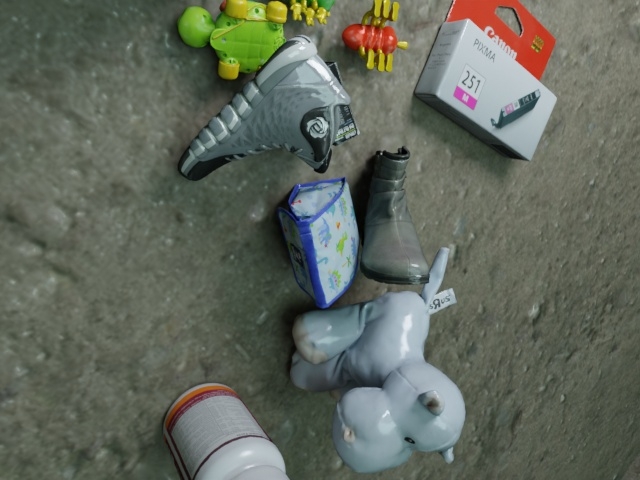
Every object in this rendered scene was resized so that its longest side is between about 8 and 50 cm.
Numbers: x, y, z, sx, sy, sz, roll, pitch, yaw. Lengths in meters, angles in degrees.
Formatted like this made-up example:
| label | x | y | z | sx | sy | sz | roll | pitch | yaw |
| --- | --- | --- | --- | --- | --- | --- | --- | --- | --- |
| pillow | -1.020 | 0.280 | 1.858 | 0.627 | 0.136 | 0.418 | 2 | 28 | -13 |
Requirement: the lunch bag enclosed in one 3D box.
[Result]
| label | x | y | z | sx | sy | sz | roll | pitch | yaw |
| --- | --- | --- | --- | --- | --- | --- | --- | --- | --- |
| lunch bag | 0.000 | 0.000 | 0.670 | 0.096 | 0.151 | 0.129 | -9 | 115 | 11 |

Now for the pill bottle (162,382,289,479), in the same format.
| label | x | y | z | sx | sy | sz | roll | pitch | yaw |
| --- | --- | --- | --- | --- | --- | --- | --- | --- | --- |
| pill bottle | -0.120 | 0.290 | 0.640 | 0.121 | 0.221 | 0.121 | -10 | 110 | -29 |

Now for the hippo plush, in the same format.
| label | x | y | z | sx | sy | sz | roll | pitch | yaw |
| --- | --- | --- | --- | --- | --- | --- | --- | --- | --- |
| hippo plush | 0.111 | 0.213 | 0.710 | 0.294 | 0.237 | 0.234 | -22 | 133 | 0 |

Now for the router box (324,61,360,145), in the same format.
| label | x | y | z | sx | sy | sz | roll | pitch | yaw |
| --- | --- | --- | --- | --- | --- | --- | --- | --- | --- |
| router box | -0.004 | -0.178 | 0.632 | 0.038 | 0.122 | 0.092 | -29 | 117 | -12 |

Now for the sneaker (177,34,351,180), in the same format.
| label | x | y | z | sx | sy | sz | roll | pitch | yaw |
| --- | --- | --- | --- | --- | --- | --- | --- | --- | --- |
| sneaker | -0.058 | -0.110 | 0.569 | 0.228 | 0.086 | 0.132 | -37 | 107 | 30 |

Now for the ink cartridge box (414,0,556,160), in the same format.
| label | x | y | z | sx | sy | sz | roll | pitch | yaw |
| --- | --- | --- | --- | --- | --- | --- | --- | --- | --- |
| ink cartridge box | 0.310 | -0.296 | 0.833 | 0.275 | 0.060 | 0.239 | 20 | 95 | -35 |

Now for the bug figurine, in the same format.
| label | x | y | z | sx | sy | sz | roll | pitch | yaw |
| --- | --- | --- | --- | --- | --- | --- | --- | --- | --- |
| bug figurine | 0.042 | -0.369 | 0.633 | 0.216 | 0.072 | 0.279 | 0 | 103 | -34 |

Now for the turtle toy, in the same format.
| label | x | y | z | sx | sy | sz | roll | pitch | yaw |
| --- | --- | --- | --- | --- | --- | --- | --- | --- | --- |
| turtle toy | -0.102 | -0.245 | 0.584 | 0.130 | 0.066 | 0.095 | -5 | 130 | -29 |

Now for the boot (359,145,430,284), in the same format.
| label | x | y | z | sx | sy | sz | roll | pitch | yaw |
| --- | --- | --- | --- | --- | --- | --- | --- | --- | --- |
| boot | 0.097 | -0.046 | 0.683 | 0.083 | 0.246 | 0.161 | 2 | 108 | -4 |
